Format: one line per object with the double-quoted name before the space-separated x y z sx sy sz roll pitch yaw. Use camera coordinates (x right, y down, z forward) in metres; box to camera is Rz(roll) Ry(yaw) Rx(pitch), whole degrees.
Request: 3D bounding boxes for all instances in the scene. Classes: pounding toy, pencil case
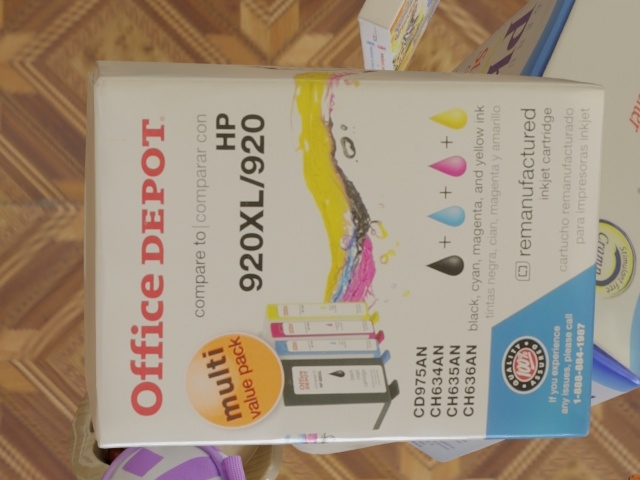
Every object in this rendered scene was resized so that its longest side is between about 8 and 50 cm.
"pounding toy" -0.122 0.197 1.280 0.269 0.154 0.155 -30 128 26
"pencil case" -0.051 0.166 0.805 0.088 0.206 0.086 -29 65 4

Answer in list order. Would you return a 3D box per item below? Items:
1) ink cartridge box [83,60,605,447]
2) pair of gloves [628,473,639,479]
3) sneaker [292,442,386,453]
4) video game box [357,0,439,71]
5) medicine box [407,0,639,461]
"ink cartridge box" 0.000 0.000 0.712 0.233 0.168 0.171 0 98 -10
"pair of gloves" 0.397 0.302 1.718 0.074 0.083 0.010 10 104 34
"sneaker" 0.079 0.067 1.363 0.323 0.130 0.236 -15 122 5
"video game box" 0.110 -0.304 1.700 0.048 0.187 0.205 24 78 13
"medicine box" 0.135 -0.013 1.005 0.149 0.289 0.263 31 63 -9
